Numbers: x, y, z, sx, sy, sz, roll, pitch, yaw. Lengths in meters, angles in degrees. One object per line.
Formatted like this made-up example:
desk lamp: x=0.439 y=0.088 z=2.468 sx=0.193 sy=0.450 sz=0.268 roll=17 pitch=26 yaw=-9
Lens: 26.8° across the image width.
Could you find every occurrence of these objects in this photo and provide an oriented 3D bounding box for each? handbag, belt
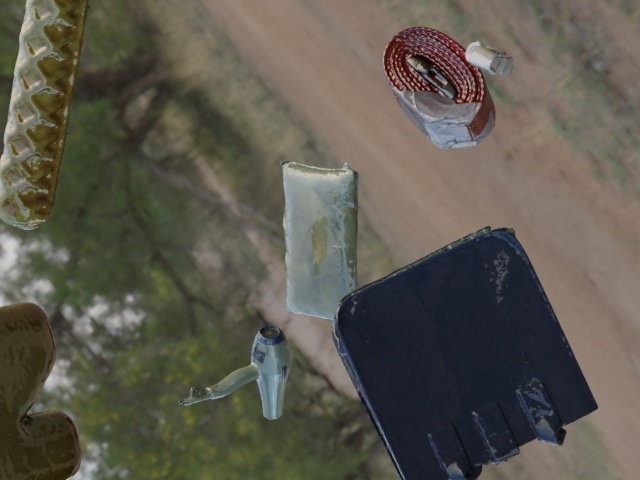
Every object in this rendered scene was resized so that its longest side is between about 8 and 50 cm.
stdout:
handbag: x=0.203 y=0.182 z=1.954 sx=0.122 sy=0.303 sz=0.329 roll=104 pitch=140 yaw=-83
belt: x=0.191 y=-0.236 z=2.126 sx=0.201 sy=0.128 sz=0.124 roll=49 pitch=179 yaw=26

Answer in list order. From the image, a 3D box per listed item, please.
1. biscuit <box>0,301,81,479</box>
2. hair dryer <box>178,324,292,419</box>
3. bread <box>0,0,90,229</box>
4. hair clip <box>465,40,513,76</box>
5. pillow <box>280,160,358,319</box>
biscuit: x=-0.386 y=0.198 z=1.572 sx=0.290 sy=0.062 sz=0.237 roll=-8 pitch=-97 yaw=-67
hair dryer: x=-0.117 y=0.239 z=2.055 sx=0.067 sy=0.199 sz=0.167 roll=30 pitch=148 yaw=40
bread: x=-0.329 y=-0.181 z=1.601 sx=0.077 sy=0.367 sz=0.084 roll=10 pitch=-158 yaw=-13
hair clip: x=0.227 y=-0.255 z=1.874 sx=0.072 sy=0.034 sz=0.226 roll=25 pitch=-169 yaw=8
pillow: x=0.000 y=0.000 z=2.461 sx=0.185 sy=0.075 sz=0.302 roll=10 pitch=108 yaw=41
